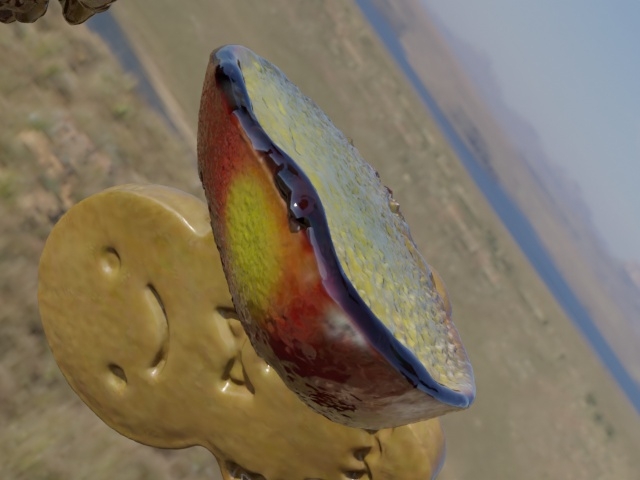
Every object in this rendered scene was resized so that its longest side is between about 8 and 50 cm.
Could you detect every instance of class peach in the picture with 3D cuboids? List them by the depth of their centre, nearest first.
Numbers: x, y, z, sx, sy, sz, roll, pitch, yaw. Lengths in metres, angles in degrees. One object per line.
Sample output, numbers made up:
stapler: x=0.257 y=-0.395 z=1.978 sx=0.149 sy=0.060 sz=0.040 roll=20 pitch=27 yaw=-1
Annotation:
peach: x=-0.003 y=0.002 z=0.677 sx=0.189 sy=0.068 sz=0.279 roll=61 pitch=9 yaw=2

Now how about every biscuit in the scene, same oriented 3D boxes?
biscuit: x=-0.068 y=0.073 z=1.103 sx=0.052 sy=0.355 sz=0.275 roll=-30 pitch=130 yaw=-54

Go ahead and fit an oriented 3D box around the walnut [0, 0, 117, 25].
walnut: x=-0.098 y=-0.137 z=0.643 sx=0.069 sy=0.143 sz=0.170 roll=52 pitch=-13 yaw=-19
